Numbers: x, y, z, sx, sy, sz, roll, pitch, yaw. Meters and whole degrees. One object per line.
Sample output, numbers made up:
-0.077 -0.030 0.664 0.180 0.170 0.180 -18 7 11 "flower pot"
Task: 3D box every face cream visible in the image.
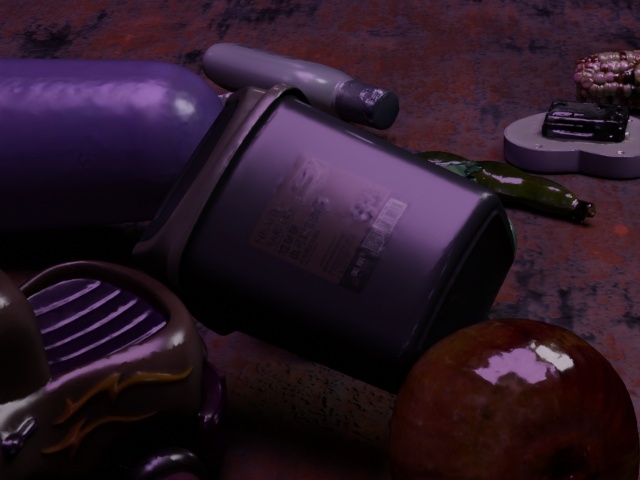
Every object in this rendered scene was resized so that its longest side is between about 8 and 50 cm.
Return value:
-0.019 -0.205 2.071 0.291 0.071 0.144 19 6 38 "face cream"

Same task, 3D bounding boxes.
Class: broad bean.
0.193 -0.071 1.824 0.298 0.043 0.060 14 38 28 "broad bean"

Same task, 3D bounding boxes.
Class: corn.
0.482 -0.213 2.074 0.281 0.092 0.092 0 24 10 "corn"

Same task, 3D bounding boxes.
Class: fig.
0.141 0.153 1.178 0.205 0.205 0.205 -1 24 1 "fig"

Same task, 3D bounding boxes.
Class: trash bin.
0.000 0.000 1.311 0.290 0.182 0.209 24 73 24 "trash bin"

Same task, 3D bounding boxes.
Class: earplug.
-0.321 -0.102 1.685 0.456 0.215 0.215 -1 24 10 "earplug"

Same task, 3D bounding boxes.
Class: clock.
0.333 -0.138 1.940 0.198 0.064 0.172 6 27 15 "clock"

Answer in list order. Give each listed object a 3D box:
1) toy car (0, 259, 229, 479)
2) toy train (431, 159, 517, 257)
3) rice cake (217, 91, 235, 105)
-0.243 0.105 1.221 0.341 0.240 0.271 -21 33 -31 "toy car"
0.054 0.005 1.540 0.272 0.159 0.188 -4 15 -5 "toy train"
-0.095 -0.152 1.962 0.055 0.049 0.270 -20 16 -9 "rice cake"
